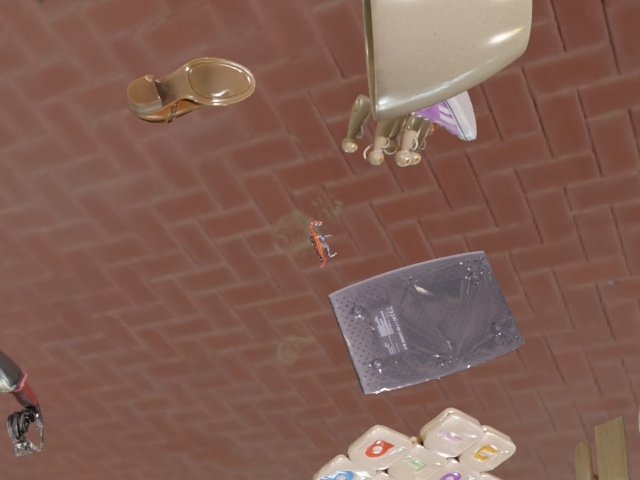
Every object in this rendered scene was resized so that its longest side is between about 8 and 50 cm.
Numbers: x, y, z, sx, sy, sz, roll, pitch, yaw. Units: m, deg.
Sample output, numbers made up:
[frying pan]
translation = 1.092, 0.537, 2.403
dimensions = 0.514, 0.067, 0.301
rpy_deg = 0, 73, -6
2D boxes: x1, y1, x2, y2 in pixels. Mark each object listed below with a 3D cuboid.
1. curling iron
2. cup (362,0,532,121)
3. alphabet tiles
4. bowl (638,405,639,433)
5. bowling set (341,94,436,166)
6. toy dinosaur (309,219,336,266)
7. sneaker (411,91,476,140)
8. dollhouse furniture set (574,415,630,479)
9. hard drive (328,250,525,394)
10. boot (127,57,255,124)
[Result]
[curling iron]
translation = -0.310, 0.152, 0.849
dimensions = 0.035, 0.068, 0.274
rpy_deg = -9, 152, -15
[cup]
translation = 0.186, -0.356, 1.285
dimensions = 0.237, 0.331, 0.331
rpy_deg = -4, 137, 1
[alphabet tiles]
translation = 0.094, 0.306, 1.017
dimensions = 0.284, 0.021, 0.278
rpy_deg = -43, 131, 19
[bowl]
translation = 0.561, 0.197, 1.127
dimensions = 0.297, 0.298, 0.134
rpy_deg = -16, 130, 25
[bowling set]
translation = 0.208, -0.251, 2.130
dimensions = 0.199, 0.287, 0.154
rpy_deg = 10, 105, -34
[toy dinosaur]
translation = 0.000, 0.000, 1.731
dimensions = 0.047, 0.090, 0.082
rpy_deg = -27, 102, 8
[sneaker]
translation = 0.240, -0.308, 1.899
dimensions = 0.161, 0.102, 0.282
rpy_deg = -16, 141, 28
[dollhouse furniture set]
translation = 0.479, 0.373, 1.323
dimensions = 0.151, 0.123, 0.144
rpy_deg = 21, 144, -21
[hard drive]
translation = 0.151, 0.122, 1.239
dimensions = 0.254, 0.172, 0.054
rpy_deg = -15, 159, -14
[boot]
translation = -0.200, -0.225, 1.313
dimensions = 0.197, 0.073, 0.152
rpy_deg = -5, 176, -5
